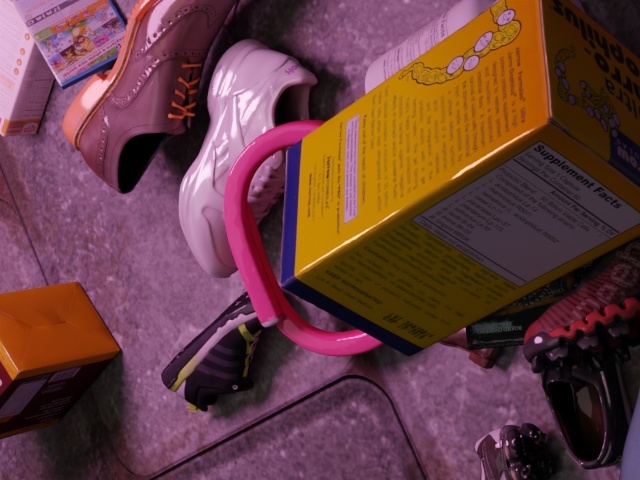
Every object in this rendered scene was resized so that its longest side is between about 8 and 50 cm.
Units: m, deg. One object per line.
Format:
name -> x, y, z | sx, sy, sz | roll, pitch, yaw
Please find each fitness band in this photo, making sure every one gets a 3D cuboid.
fitness band -> 0.000, 0.000, 1.621 | 0.209, 0.054, 0.290 | -18, 98, 19

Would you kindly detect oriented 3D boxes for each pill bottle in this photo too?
pill bottle -> 0.171, -0.193, 1.470 | 0.229, 0.131, 0.131 | -31, 77, 36

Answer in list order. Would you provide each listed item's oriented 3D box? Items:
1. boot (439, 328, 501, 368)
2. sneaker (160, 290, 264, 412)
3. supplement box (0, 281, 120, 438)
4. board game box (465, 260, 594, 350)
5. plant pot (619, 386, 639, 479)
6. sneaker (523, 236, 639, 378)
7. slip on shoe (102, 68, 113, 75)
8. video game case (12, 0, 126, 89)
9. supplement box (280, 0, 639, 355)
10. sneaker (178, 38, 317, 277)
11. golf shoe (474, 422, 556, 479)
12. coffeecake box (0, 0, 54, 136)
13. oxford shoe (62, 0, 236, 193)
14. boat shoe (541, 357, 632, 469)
boot -> 0.178, 0.075, 1.558 | 0.106, 0.037, 0.114 | 30, 117, 17
sneaker -> -0.111, 0.145, 1.780 | 0.097, 0.084, 0.235 | 46, 125, -4
supplement box -> -0.431, 0.177, 1.941 | 0.194, 0.191, 0.129 | -47, 68, 31
board game box -> 0.245, 0.047, 1.456 | 0.186, 0.026, 0.126 | -7, 72, 23
plant pot -> 0.406, 0.212, 1.277 | 0.272, 0.272, 0.255 | -10, 74, 38
sneaker -> 0.313, 0.033, 1.361 | 0.276, 0.097, 0.135 | -30, 63, 1
slip on shoe -> -0.246, -0.233, 1.838 | 0.135, 0.051, 0.041 | -23, 88, 45
video game case -> -0.341, -0.302, 1.875 | 0.119, 0.015, 0.166 | -29, 73, -8
supplement box -> 0.149, -0.063, 1.372 | 0.356, 0.194, 0.195 | -32, 41, 36
sneaker -> -0.085, -0.089, 1.690 | 0.152, 0.114, 0.305 | 23, 109, 34
golf shoe -> 0.225, 0.307, 1.538 | 0.094, 0.077, 0.198 | -16, 79, 49
coffeecake box -> -0.454, -0.266, 1.979 | 0.142, 0.068, 0.185 | 37, 116, 27
oxford shoe -> -0.181, -0.209, 1.699 | 0.132, 0.130, 0.363 | 55, 126, 21
boat shoe -> 0.273, 0.132, 1.468 | 0.084, 0.079, 0.233 | -23, 78, 39
